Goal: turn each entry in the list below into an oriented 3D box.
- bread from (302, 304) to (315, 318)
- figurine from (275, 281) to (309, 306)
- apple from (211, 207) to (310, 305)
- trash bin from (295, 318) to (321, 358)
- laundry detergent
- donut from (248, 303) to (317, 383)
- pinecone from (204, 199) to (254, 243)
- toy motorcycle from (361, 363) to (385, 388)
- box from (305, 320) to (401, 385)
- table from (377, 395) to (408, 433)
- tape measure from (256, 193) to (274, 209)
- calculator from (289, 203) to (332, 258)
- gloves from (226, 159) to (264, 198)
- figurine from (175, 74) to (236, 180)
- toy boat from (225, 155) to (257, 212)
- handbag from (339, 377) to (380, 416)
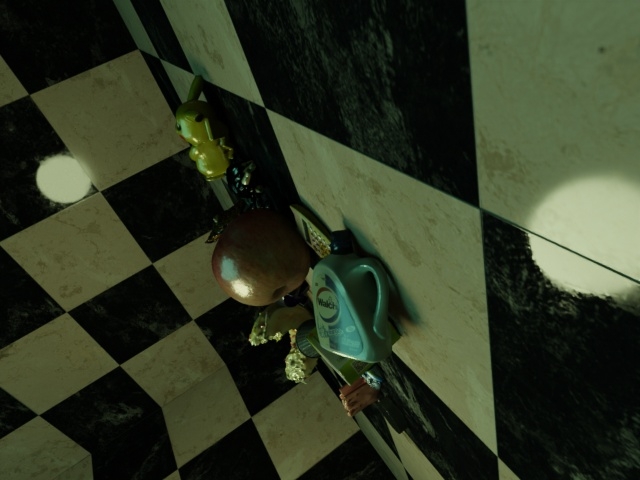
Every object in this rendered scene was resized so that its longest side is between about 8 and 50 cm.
[{"bbox_3d":[-0.093,0.404,2.124,0.246,0.121,0.174,62,166,-6],"label":"bread"},{"bbox_3d":[-0.178,0.206,1.846,0.308,0.308,0.143,32,109,61],"label":"figurine"},{"bbox_3d":[-0.177,0.064,1.340,0.269,0.345,0.345,34,161,9],"label":"apple"},{"bbox_3d":[-0.004,0.413,1.795,0.175,0.175,0.161,57,152,6],"label":"trash bin"},{"bbox_3d":[0.070,0.116,0.946,0.214,0.105,0.281,5,100,50],"label":"laundry detergent"},{"bbox_3d":[-0.147,0.437,1.909,0.150,0.307,0.371,-19,121,45],"label":"donut"},{"bbox_3d":[-0.311,-0.015,1.640,0.264,0.264,0.264,53,165,21],"label":"pinecone"},{"bbox_3d":[0.128,0.424,1.489,0.254,0.092,0.136,38,148,33],"label":"toy motorcycle"},{"bbox_3d":[0.078,0.259,1.124,0.062,0.175,0.260,54,168,-18],"label":"box"},{"bbox_3d":[0.271,0.654,1.564,0.133,0.043,0.133,52,164,21],"label":"table"},{"bbox_3d":[-0.206,-0.120,1.552,0.091,0.054,0.094,47,157,49],"label":"tape measure"},{"bbox_3d":[0.000,0.000,1.158,0.236,0.033,0.157,47,161,31],"label":"calculator"},{"bbox_3d":[-0.266,-0.215,1.467,0.164,0.124,0.203,40,173,-1],"label":"gloves"},{"bbox_3d":[-0.406,-0.371,1.472,0.218,0.169,0.327,-103,-9,-45],"label":"figurine"},{"bbox_3d":[-0.355,-0.252,1.720,0.299,0.092,0.134,62,169,-15],"label":"toy boat"},{"bbox_3d":[0.152,0.584,1.588,0.059,0.157,0.213,47,162,38],"label":"handbag"}]
